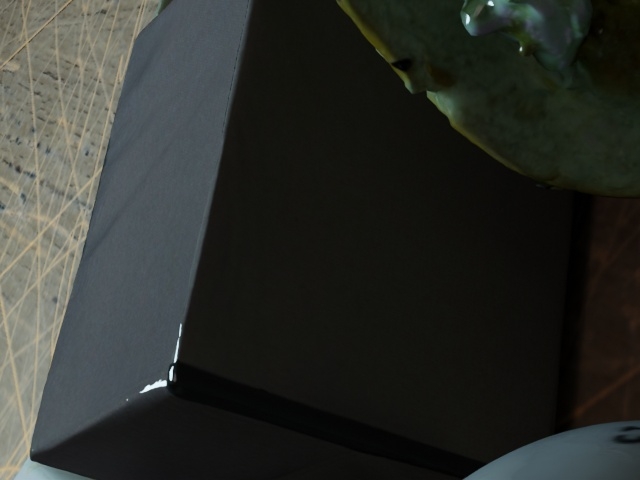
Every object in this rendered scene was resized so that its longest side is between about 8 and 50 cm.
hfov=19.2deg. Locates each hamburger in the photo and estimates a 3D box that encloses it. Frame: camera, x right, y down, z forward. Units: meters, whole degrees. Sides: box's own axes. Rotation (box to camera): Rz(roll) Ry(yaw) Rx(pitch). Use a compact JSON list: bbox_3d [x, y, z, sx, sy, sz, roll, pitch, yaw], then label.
[{"bbox_3d":[0.127,-0.135,0.766,0.168,0.192,0.288,-41,7,29],"label":"hamburger"}]

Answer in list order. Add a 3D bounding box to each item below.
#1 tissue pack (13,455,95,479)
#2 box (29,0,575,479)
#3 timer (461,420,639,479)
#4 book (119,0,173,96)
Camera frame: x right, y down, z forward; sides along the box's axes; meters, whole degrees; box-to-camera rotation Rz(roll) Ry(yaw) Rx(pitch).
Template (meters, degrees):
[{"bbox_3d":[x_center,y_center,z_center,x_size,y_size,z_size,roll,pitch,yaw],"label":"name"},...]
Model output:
[{"bbox_3d":[-0.082,0.212,0.865,0.225,0.124,0.185,12,89,65],"label":"tissue pack"},{"bbox_3d":[0.000,0.000,0.859,0.153,0.188,0.252,-36,39,52],"label":"box"},{"bbox_3d":[0.136,0.180,0.412,0.285,0.285,0.285,-44,32,36],"label":"timer"},{"bbox_3d":[-0.053,-0.132,1.106,0.295,0.020,0.207,84,-153,-78],"label":"book"}]
